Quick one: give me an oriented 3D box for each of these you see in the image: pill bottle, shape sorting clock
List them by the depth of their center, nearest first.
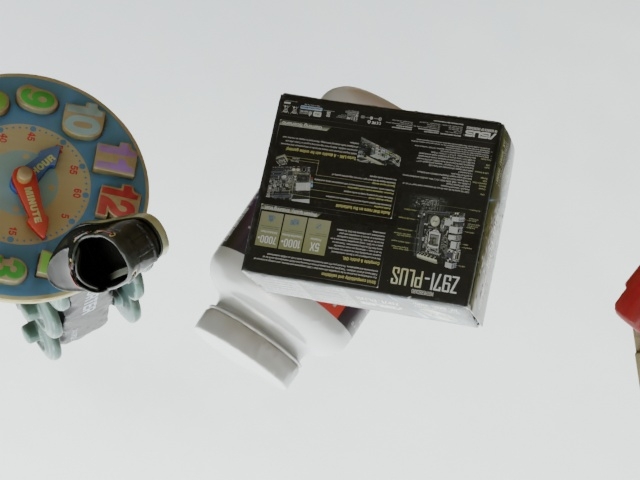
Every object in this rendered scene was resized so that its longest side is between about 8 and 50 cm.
[{"bbox_3d":[-0.239,-0.046,1.380,0.206,0.040,0.206,8,-118,-15],"label":"shape sorting clock"},{"bbox_3d":[0.000,0.000,1.929,0.181,0.323,0.181,32,169,7],"label":"pill bottle"}]

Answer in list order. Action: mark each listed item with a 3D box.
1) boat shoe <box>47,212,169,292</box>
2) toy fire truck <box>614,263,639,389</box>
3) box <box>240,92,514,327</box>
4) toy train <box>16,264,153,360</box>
[{"bbox_3d":[-0.160,0.013,1.217,0.042,0.049,0.133,-36,-168,-38],"label":"boat shoe"},{"bbox_3d":[0.317,0.059,1.422,0.158,0.246,0.217,43,-167,29],"label":"toy fire truck"},{"bbox_3d":[0.047,-0.023,1.332,0.180,0.147,0.077,8,168,15],"label":"box"},{"bbox_3d":[-0.272,-0.002,1.801,0.142,0.334,0.190,-26,-103,-19],"label":"toy train"}]
